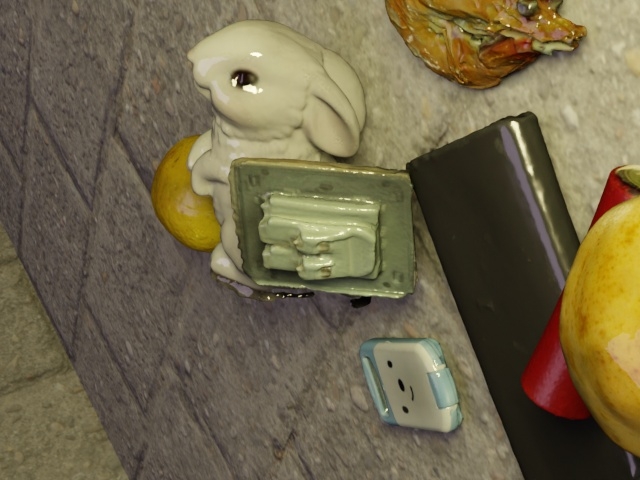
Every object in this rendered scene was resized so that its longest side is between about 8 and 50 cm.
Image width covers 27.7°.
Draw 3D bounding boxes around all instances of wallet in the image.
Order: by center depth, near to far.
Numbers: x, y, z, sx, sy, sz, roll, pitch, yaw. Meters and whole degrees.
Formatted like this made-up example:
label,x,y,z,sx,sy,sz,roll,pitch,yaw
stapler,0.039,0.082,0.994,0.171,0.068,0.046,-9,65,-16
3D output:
label,x,y,z,sx,sy,sz,roll,pitch,yaw
wallet,0.220,0.081,1.327,0.228,0.062,0.406,-21,91,64

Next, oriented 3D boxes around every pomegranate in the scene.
label,x,y,z,sx,sy,sz,roll,pitch,yaw
pomegranate,0.294,0.065,0.988,0.233,0.233,0.233,43,144,43

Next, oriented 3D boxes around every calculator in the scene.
label,x,y,z,sx,sy,sz,roll,pitch,yaw
calculator,0.112,0.181,1.634,0.210,0.039,0.121,-7,101,65

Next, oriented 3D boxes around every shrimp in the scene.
label,x,y,z,sx,sy,sz,roll,pitch,yaw
shrimp,0.155,-0.208,1.252,0.294,0.062,0.154,28,145,58

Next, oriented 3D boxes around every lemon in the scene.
label,x,y,z,sx,sy,sz,roll,pitch,yaw
lemon,-0.157,-0.068,1.836,0.207,0.170,0.170,26,131,60

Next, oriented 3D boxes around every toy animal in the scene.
label,x,y,z,sx,sy,sz,roll,pitch,yaw
toy animal,-0.042,-0.098,1.547,0.258,0.194,0.357,13,134,12

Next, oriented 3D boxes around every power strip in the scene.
label,x,y,z,sx,sy,sz,roll,pitch,yaw
power strip,0.000,0.000,1.444,0.198,0.213,0.064,82,-164,-45

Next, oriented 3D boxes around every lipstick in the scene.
label,x,y,z,sx,sy,sz,roll,pitch,yaw
lipstick,0.252,0.049,1.152,0.080,0.080,0.241,46,131,40
